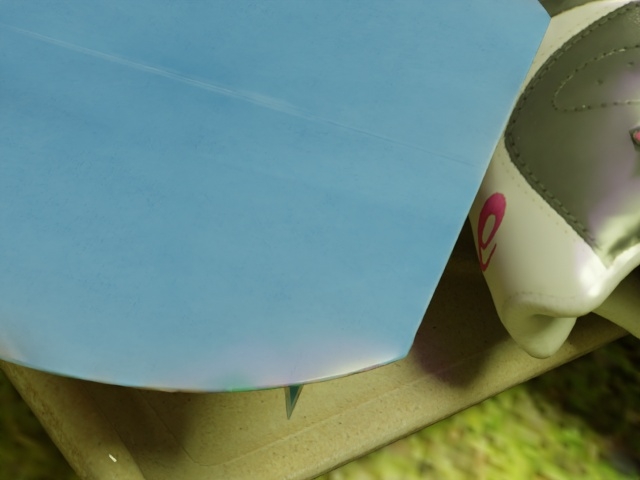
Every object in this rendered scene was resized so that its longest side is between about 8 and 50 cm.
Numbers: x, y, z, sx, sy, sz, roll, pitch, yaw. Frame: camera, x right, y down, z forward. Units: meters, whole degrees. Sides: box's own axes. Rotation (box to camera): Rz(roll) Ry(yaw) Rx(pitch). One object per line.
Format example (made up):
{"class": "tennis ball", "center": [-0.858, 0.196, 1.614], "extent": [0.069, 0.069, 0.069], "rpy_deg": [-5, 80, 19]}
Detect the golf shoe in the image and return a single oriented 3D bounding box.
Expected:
{"class": "golf shoe", "center": [0.153, 0.013, 0.491], "extent": [0.273, 0.105, 0.120], "rpy_deg": [19, 53, -14]}

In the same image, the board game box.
{"class": "board game box", "center": [-0.031, -0.022, 0.419], "extent": [0.133, 0.033, 0.168], "rpy_deg": [17, 44, 10]}

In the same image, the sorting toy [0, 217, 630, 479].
{"class": "sorting toy", "center": [0.000, 0.000, 0.487], "extent": [0.229, 0.041, 0.307], "rpy_deg": [-16, 60, -46]}
